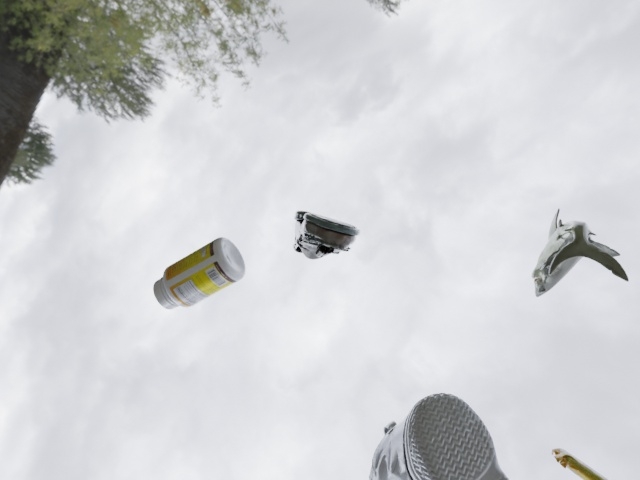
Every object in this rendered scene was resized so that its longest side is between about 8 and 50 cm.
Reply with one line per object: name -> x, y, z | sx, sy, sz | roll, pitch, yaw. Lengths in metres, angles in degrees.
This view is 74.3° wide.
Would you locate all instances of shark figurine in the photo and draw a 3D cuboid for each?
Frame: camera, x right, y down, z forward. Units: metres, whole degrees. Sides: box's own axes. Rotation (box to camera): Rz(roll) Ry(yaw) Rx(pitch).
shark figurine -> 0.447, 0.014, 0.714 | 0.116, 0.278, 0.167 | 19, -97, 19

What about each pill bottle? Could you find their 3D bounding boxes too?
pill bottle -> -0.300, 0.088, 1.038 | 0.214, 0.117, 0.117 | -28, -129, 13

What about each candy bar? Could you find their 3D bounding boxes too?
candy bar -> 0.364, 0.313, 0.526 | 0.161, 0.040, 0.018 | 34, -89, 7

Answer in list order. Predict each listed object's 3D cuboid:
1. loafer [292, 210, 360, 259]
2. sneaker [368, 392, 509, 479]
loafer -> 0.000, 0.000, 0.730 | 0.267, 0.096, 0.084 | -149, -105, -77
sneaker -> 0.179, 0.408, 0.567 | 0.210, 0.137, 0.366 | 120, -41, -56
